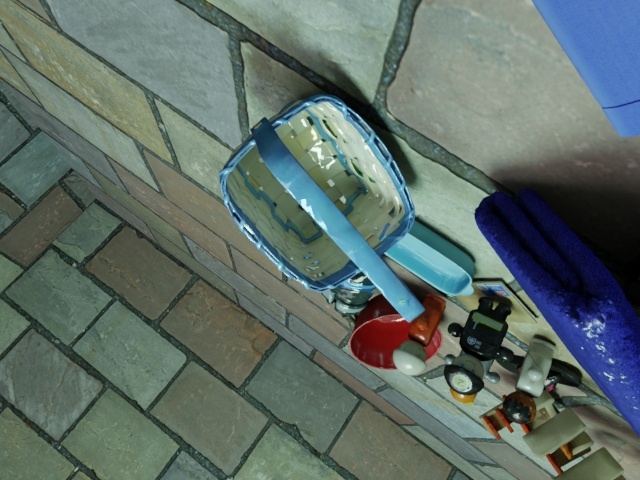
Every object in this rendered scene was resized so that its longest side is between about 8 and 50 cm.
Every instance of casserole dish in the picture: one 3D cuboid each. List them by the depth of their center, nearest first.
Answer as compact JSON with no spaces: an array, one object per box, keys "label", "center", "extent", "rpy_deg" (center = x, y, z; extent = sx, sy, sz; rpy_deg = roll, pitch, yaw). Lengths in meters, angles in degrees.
[{"label":"casserole dish","center":[0.161,0.018,0.752],"extent":[0.188,0.037,0.114],"rpy_deg":[33,160,11]}]

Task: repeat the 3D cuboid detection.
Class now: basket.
[{"label":"basket","center":[0.001,-0.050,0.587],"extent":[0.255,0.201,0.289],"rpy_deg":[49,-171,-30]}]

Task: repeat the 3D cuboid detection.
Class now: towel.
[{"label":"towel","center":[0.296,0.091,0.511],"extent":[0.308,0.076,0.228],"rpy_deg":[45,-166,-27]}]

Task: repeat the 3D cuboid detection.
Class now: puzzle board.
[{"label":"puzzle board","center":[0.271,0.096,0.773],"extent":[0.096,0.011,0.128],"rpy_deg":[45,159,-15]}]

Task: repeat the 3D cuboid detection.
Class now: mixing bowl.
[{"label":"mixing bowl","center":[0.146,0.169,0.969],"extent":[0.181,0.098,0.182],"rpy_deg":[0,133,0]}]

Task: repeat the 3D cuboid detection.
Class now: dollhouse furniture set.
[{"label":"dollhouse furniture set","center":[0.411,0.392,0.841],"extent":[0.262,0.135,0.259],"rpy_deg":[52,-174,-34]}]

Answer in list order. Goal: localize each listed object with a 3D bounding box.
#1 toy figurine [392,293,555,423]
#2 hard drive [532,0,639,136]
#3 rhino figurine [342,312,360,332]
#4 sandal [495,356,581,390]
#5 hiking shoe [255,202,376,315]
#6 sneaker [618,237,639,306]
[{"label":"toy figurine","center":[0.252,0.199,0.796],"extent":[0.209,0.148,0.213],"rpy_deg":[37,161,-22]},{"label":"hard drive","center":[0.179,-0.201,0.233],"extent":[0.318,0.040,0.210],"rpy_deg":[45,159,-18]},{"label":"rhino figurine","center":[0.149,0.206,1.135],"extent":[0.243,0.073,0.106],"rpy_deg":[9,141,52]},{"label":"sandal","center":[0.380,0.240,0.856],"extent":[0.067,0.040,0.179],"rpy_deg":[43,160,-14]},{"label":"hiking shoe","center":[0.000,0.000,0.938],"extent":[0.304,0.113,0.132],"rpy_deg":[42,131,8]},{"label":"sneaker","center":[0.349,0.057,0.467],"extent":[0.106,0.078,0.234],"rpy_deg":[28,158,42]}]
